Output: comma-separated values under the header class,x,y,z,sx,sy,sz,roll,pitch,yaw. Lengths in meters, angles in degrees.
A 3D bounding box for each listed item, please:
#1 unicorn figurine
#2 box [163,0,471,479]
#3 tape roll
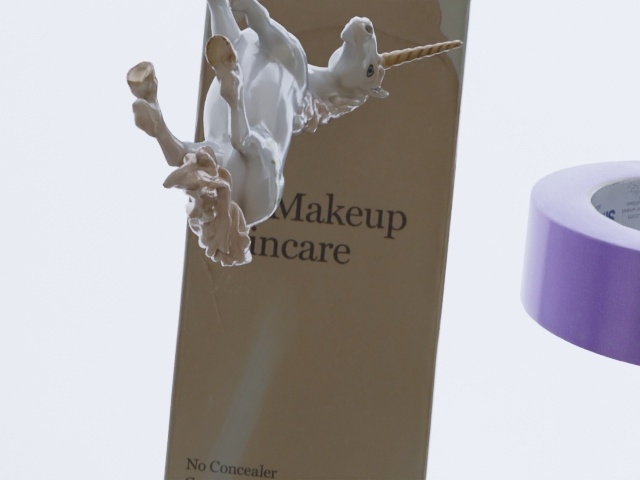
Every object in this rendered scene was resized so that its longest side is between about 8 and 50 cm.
class,x,y,z,sx,sy,sz,roll,pitch,yaw
unicorn figurine,-0.021,-0.057,0.706,0.060,0.162,0.111,7,-36,34
box,0.000,0.000,1.031,0.148,0.121,0.311,4,-86,3
tape roll,0.294,0.016,1.444,0.275,0.275,0.090,13,-71,26
